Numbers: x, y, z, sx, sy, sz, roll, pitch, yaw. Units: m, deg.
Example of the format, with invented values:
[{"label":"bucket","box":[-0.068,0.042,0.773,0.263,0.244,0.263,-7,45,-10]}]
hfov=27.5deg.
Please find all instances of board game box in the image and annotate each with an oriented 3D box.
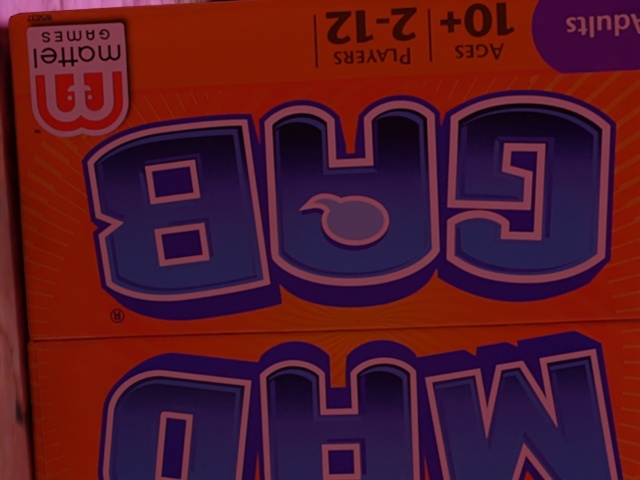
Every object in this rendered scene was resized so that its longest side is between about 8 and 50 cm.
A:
[{"label":"board game box","box":[0.029,0.029,0.869,0.356,0.356,0.357,-55,143,-82]}]

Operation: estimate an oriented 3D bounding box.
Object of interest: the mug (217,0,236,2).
[{"label":"mug","box":[-0.045,-0.237,1.441,0.158,0.129,0.097,34,56,-69]}]
